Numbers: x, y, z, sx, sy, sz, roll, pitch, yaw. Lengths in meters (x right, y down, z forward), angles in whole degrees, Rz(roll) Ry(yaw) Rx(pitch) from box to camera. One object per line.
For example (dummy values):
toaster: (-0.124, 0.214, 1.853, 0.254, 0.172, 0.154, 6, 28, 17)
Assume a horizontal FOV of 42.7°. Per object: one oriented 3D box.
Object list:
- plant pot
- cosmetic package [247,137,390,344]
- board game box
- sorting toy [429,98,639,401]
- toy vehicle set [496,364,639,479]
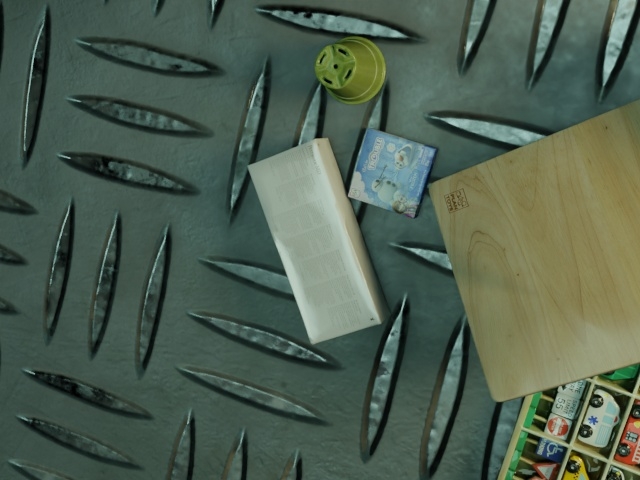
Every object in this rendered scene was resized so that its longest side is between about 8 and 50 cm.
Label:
plant pot: (0.029, -0.206, 0.981, 0.083, 0.079, 0.083, 2, 97, 18)
cosmetic package: (0.000, 0.000, 1.029, 0.099, 0.060, 0.239, -19, 92, 22)
board game box: (0.089, -0.083, 1.009, 0.090, 0.020, 0.090, 19, 103, 16)
sorting toy: (0.281, 0.018, 0.893, 0.255, 0.089, 0.257, -22, 70, 22)
toy vehicle set: (0.323, 0.205, 0.962, 0.166, 0.035, 0.267, 18, 103, 16)
